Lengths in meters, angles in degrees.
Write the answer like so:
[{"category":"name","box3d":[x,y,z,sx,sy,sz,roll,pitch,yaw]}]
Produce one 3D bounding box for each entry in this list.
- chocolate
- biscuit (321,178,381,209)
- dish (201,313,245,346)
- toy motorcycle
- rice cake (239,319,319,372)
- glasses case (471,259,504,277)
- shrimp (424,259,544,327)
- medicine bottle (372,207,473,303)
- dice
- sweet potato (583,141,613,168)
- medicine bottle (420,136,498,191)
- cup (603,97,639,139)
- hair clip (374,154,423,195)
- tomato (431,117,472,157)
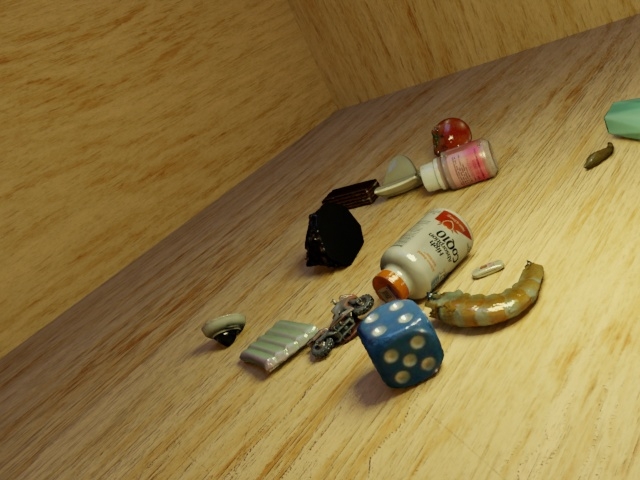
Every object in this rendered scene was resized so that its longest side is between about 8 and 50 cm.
[{"category":"chocolate","box3d":[0.000,0.000,1.954,0.177,0.206,0.224,-25,23,40]},{"category":"biscuit","box3d":[0.124,-0.180,2.403,0.252,0.070,0.106,-11,25,38]},{"category":"dish","box3d":[-0.288,0.288,1.794,0.141,0.078,0.141,-18,-22,-8]},{"category":"toy motorcycle","box3d":[0.049,0.215,1.522,0.212,0.084,0.118,-44,24,-9]},{"category":"rice cake","box3d":[-0.119,0.284,1.600,0.189,0.037,0.198,-37,17,-20]},{"category":"glasses case","box3d":[0.421,0.072,1.468,0.083,0.021,0.032,-23,19,13]},{"category":"shrimp","box3d":[0.393,0.121,1.318,0.287,0.068,0.185,-27,22,-4]},{"category":"medicine bottle","box3d":[0.262,0.050,1.530,0.288,0.157,0.157,-40,23,-29]},{"category":"dice","box3d":[0.170,0.219,1.254,0.146,0.143,0.146,-28,20,-1]},{"category":"sweet potato","box3d":[0.827,-0.253,1.719,0.153,0.038,0.041,-35,44,-24]},{"category":"medicine bottle","box3d":[0.477,-0.253,2.018,0.247,0.147,0.147,-18,22,26]},{"category":"cup","box3d":[0.941,-0.346,1.680,0.148,0.134,0.235,-28,16,-10]},{"category":"hair clip","box3d":[0.313,-0.235,2.260,0.172,0.113,0.282,-21,26,20]},{"category":"tomato","box3d":[0.527,-0.409,2.339,0.167,0.167,0.167,-24,20,10]}]
